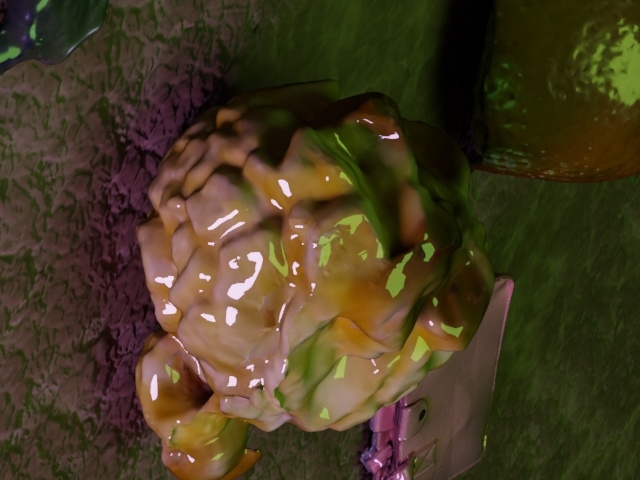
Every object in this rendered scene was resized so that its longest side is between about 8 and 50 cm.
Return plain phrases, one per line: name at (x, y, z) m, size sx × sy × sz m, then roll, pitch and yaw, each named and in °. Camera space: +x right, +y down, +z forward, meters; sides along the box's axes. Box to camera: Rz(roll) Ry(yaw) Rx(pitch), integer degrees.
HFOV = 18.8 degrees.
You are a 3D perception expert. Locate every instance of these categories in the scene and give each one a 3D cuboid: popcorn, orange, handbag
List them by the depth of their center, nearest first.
popcorn at (-0.015, 0.030, 1.362) m, size 0.265 × 0.225 × 0.332 m, roll -2°, pitch 133°, yaw -45°
orange at (0.250, -0.180, 1.694) m, size 0.334 × 0.196 × 0.263 m, roll -1°, pitch 97°, yaw -50°
handbag at (0.103, 0.133, 1.750) m, size 0.157 × 0.059 × 0.212 m, roll -30°, pitch 134°, yaw -47°

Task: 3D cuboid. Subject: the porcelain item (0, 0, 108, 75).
porcelain item at (-0.148, -0.159, 1.153) m, size 0.216 × 0.069 × 0.081 m, roll -54°, pitch 159°, yaw -24°
